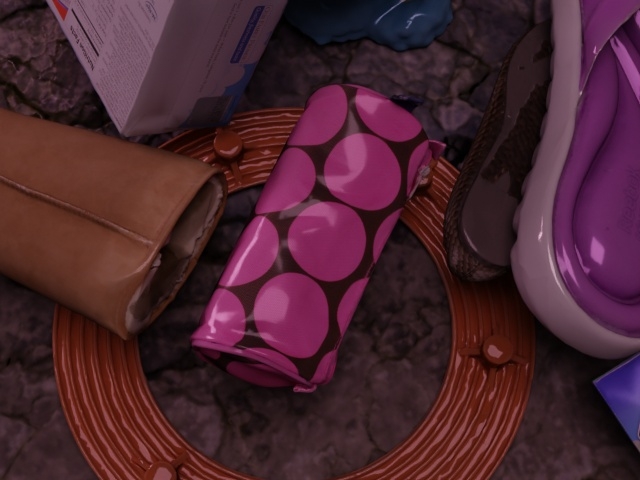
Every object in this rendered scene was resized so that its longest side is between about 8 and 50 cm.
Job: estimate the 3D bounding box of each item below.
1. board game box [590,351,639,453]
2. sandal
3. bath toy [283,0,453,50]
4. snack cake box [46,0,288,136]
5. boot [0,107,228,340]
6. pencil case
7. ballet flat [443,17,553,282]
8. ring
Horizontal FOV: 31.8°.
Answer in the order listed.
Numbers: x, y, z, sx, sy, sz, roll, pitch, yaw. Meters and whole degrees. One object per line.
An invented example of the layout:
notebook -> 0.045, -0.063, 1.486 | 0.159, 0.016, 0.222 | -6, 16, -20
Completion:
board game box -> 0.364, 0.093, 0.706 | 0.317, 0.046, 0.213 | -34, 79, 7
sandal -> 0.239, -0.112, 0.771 | 0.169, 0.102, 0.416 | 26, 62, -22
bath toy -> 0.043, -0.241, 0.715 | 0.151, 0.348, 0.129 | -43, 77, -11
snack cake box -> -0.130, -0.218, 0.774 | 0.089, 0.152, 0.264 | -11, 57, -36
boot -> -0.233, 0.000, 0.737 | 0.270, 0.089, 0.236 | 23, 70, 14
pencil case -> 0.000, 0.000, 0.734 | 0.098, 0.095, 0.209 | 29, 73, -8
ballet flat -> 0.144, -0.067, 0.801 | 0.084, 0.058, 0.249 | 31, 57, -6
ring -> -0.017, 0.055, 0.775 | 0.337, 0.032, 0.336 | 1, 71, -2
